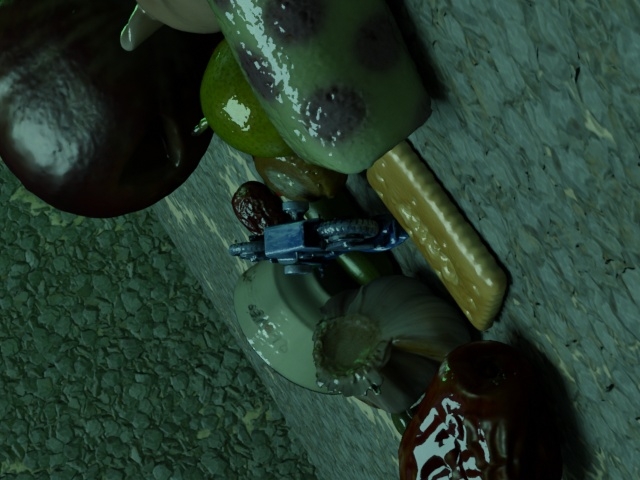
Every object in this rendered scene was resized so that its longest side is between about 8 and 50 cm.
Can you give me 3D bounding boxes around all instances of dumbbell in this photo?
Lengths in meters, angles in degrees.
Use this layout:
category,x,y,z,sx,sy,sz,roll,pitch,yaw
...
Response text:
category,x,y,z,sx,sy,sz,roll,pitch,yaw
dumbbell,0.151,0.220,1.798,0.046,0.118,0.052,27,144,61

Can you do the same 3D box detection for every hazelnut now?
category,x,y,z,sx,sy,sz,roll,pitch,yaw
hazelnut,-0.329,-0.251,2.060,0.402,0.402,0.429,97,151,-70

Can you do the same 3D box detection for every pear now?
category,x,y,z,sx,sy,sz,roll,pitch,yaw
pear,-0.072,-0.169,1.552,0.166,0.216,0.180,62,-158,-19

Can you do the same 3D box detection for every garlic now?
category,x,y,z,sx,sy,sz,roll,pitch,yaw
garlic,0.089,0.174,1.696,0.207,0.207,0.257,146,111,-77

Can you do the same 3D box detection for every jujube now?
category,x,y,z,sx,sy,sz,roll,pitch,yaw
jujube,0.190,0.248,1.571,0.197,0.197,0.290,47,150,44
jujube,-0.097,-0.040,2.266,0.129,0.077,0.077,54,168,-5

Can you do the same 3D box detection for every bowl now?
category,x,y,z,sx,sy,sz,roll,pitch,yaw
bowl,0.008,0.087,1.888,0.238,0.237,0.126,55,130,19

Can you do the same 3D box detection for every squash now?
category,x,y,z,sx,sy,sz,roll,pitch,yaw
squash,0.024,-0.023,1.851,0.258,0.069,0.069,55,167,18

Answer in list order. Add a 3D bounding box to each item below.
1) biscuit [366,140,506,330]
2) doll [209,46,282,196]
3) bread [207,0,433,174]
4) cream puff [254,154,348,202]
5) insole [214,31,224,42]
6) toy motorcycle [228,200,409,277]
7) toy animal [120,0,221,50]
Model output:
category,x,y,z,sx,sy,sz,roll,pitch,yaw
biscuit,0.128,-0.016,1.547,0.250,0.030,0.160,55,167,18
doll,-0.100,-0.174,1.974,0.245,0.076,0.142,58,169,-13
bread,-0.028,-0.241,1.343,0.338,0.155,0.187,62,165,-21
cream puff,-0.019,-0.112,1.712,0.126,0.103,0.144,37,158,-13
insole,-0.219,-0.420,2.012,0.348,0.009,0.119,56,169,14
toy motorcycle,0.000,0.000,1.733,0.254,0.135,0.092,-11,80,47
toy animal,-0.145,-0.337,1.505,0.256,0.195,0.213,-168,62,-77
